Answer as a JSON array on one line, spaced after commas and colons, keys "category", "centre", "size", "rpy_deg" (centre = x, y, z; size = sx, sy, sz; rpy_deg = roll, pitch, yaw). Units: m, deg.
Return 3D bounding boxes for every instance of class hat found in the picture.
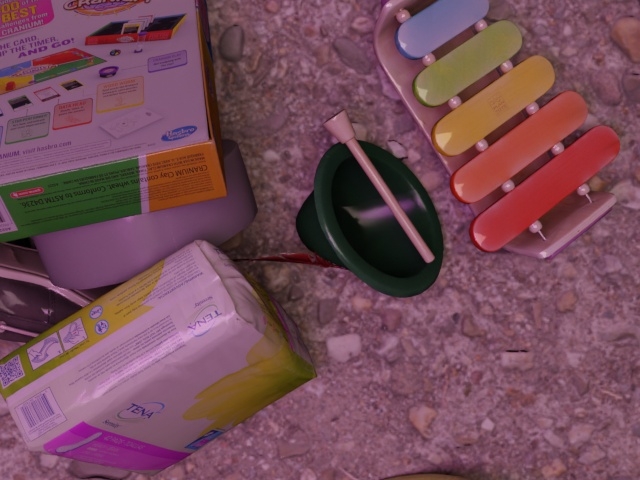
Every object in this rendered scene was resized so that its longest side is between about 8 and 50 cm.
[{"category": "hat", "centre": [0.000, 0.000, 1.041], "size": [0.208, 0.173, 0.183], "rpy_deg": [35, 138, -24]}]

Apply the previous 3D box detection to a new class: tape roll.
[{"category": "tape roll", "centre": [-0.175, -0.030, 0.938], "size": [0.219, 0.219, 0.072], "rpy_deg": [-17, 108, 1]}]

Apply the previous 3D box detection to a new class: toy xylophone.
[{"category": "toy xylophone", "centre": [0.154, -0.113, 0.982], "size": [0.236, 0.081, 0.323], "rpy_deg": [-44, 99, -17]}]

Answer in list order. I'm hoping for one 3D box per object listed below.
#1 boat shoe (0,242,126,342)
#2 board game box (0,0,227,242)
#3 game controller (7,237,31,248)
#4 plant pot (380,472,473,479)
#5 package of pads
[{"category": "boat shoe", "centre": [-0.304, 0.065, 0.973], "size": [0.335, 0.112, 0.096], "rpy_deg": [23, 104, -29]}, {"category": "board game box", "centre": [-0.220, -0.144, 0.895], "size": [0.242, 0.317, 0.064], "rpy_deg": [-11, 135, 0]}, {"category": "game controller", "centre": [-0.429, -0.081, 1.018], "size": [0.166, 0.067, 0.319], "rpy_deg": [-15, 96, 15]}, {"category": "plant pot", "centre": [0.103, 0.432, 0.996], "size": [0.275, 0.276, 0.254], "rpy_deg": [-17, 107, 1]}, {"category": "package of pads", "centre": [-0.137, 0.126, 0.924], "size": [0.229, 0.296, 0.101], "rpy_deg": [-32, 68, 2]}]
